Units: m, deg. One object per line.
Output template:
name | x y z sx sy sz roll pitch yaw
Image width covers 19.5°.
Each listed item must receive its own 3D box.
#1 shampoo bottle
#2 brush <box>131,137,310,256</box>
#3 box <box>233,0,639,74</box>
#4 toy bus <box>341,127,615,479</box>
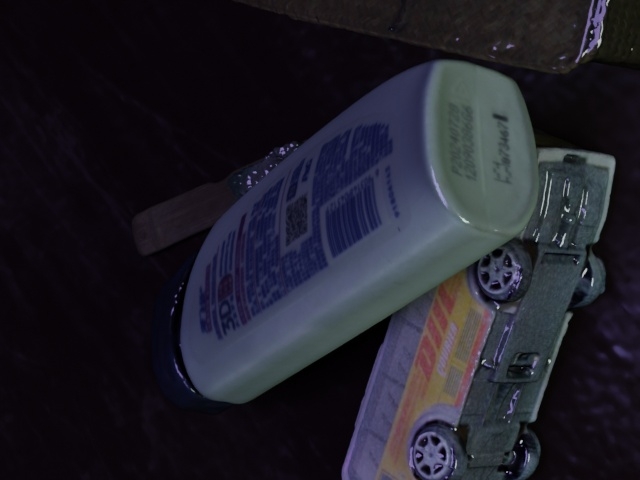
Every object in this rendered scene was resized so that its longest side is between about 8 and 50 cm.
shampoo bottle | 0.000 0.000 1.163 0.359 0.078 0.134 -36 51 52
brush | -0.070 -0.030 1.310 0.190 0.027 0.034 -21 76 37
box | 0.094 -0.203 1.108 0.273 0.143 0.184 15 99 36
toy bus | 0.095 0.061 1.146 0.106 0.092 0.268 30 109 43
